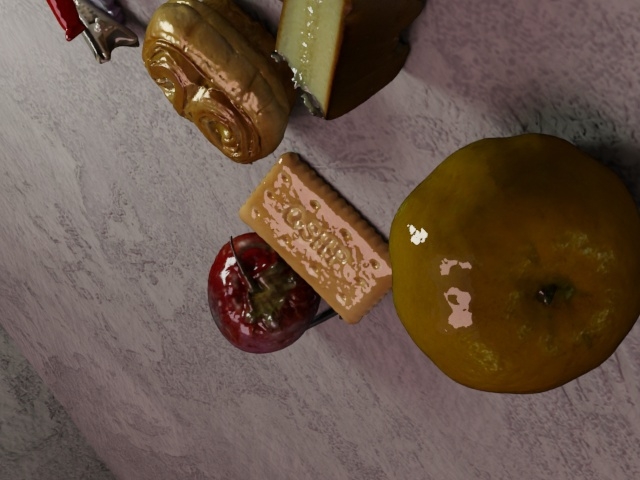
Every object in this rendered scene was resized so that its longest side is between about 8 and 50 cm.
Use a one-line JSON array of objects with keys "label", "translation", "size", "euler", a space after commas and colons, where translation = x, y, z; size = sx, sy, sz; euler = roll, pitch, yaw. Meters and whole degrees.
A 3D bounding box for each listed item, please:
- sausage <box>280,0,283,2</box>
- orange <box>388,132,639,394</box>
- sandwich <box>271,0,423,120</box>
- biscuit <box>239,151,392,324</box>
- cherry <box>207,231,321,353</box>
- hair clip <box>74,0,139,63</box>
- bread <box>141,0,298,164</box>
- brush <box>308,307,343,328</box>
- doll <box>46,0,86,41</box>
[{"label": "sausage", "translation": [-0.117, -0.418, 1.165], "size": [0.134, 0.116, 0.354], "euler": [-8, 126, 41]}, {"label": "orange", "translation": [0.207, 0.023, 1.148], "size": [0.279, 0.279, 0.235], "euler": [57, 178, -20]}, {"label": "sandwich", "translation": [0.029, -0.253, 1.170], "size": [0.122, 0.128, 0.236], "euler": [46, 156, 13]}, {"label": "biscuit", "translation": [0.000, 0.000, 1.586], "size": [0.250, 0.030, 0.160], "euler": [45, 130, 3]}, {"label": "cherry", "translation": [-0.101, 0.085, 1.738], "size": [0.192, 0.175, 0.249], "euler": [57, 153, 0]}, {"label": "hair clip", "translation": [-0.381, -0.364, 1.634], "size": [0.292, 0.084, 0.106], "euler": [43, 157, 17]}, {"label": "bread", "translation": [-0.130, -0.217, 1.436], "size": [0.236, 0.120, 0.198], "euler": [43, 153, 3]}, {"label": "brush", "translation": [0.019, 0.122, 1.761], "size": [0.027, 0.062, 0.266], "euler": [42, 158, -6]}, {"label": "doll", "translation": [-0.398, -0.467, 1.474], "size": [0.188, 0.099, 0.384], "euler": [-29, 107, 25]}]
